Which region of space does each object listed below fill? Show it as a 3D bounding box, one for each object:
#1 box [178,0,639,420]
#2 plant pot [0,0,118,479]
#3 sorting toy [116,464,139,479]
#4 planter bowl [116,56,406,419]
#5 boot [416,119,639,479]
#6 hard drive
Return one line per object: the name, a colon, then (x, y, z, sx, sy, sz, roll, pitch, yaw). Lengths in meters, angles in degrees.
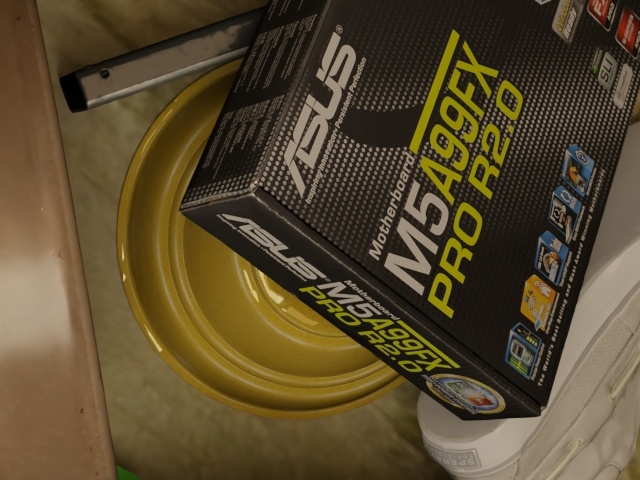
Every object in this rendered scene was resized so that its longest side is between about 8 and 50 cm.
box: (0.066, -0.073, 0.821, 0.216, 0.060, 0.270, 39, 59, -31)
plant pot: (-0.224, 0.014, 0.716, 0.229, 0.263, 0.263, -11, 97, -9)
sorting toy: (-0.257, 0.112, 0.838, 0.347, 0.047, 0.196, 32, 79, -17)
planter bowl: (0.000, 0.000, 0.874, 0.217, 0.090, 0.217, -1, 95, -14)
boot: (0.159, 0.054, 0.931, 0.258, 0.095, 0.123, -51, 132, -18)
hard drive: (-0.070, -0.101, 0.846, 0.135, 0.094, 0.022, -21, 98, -12)
